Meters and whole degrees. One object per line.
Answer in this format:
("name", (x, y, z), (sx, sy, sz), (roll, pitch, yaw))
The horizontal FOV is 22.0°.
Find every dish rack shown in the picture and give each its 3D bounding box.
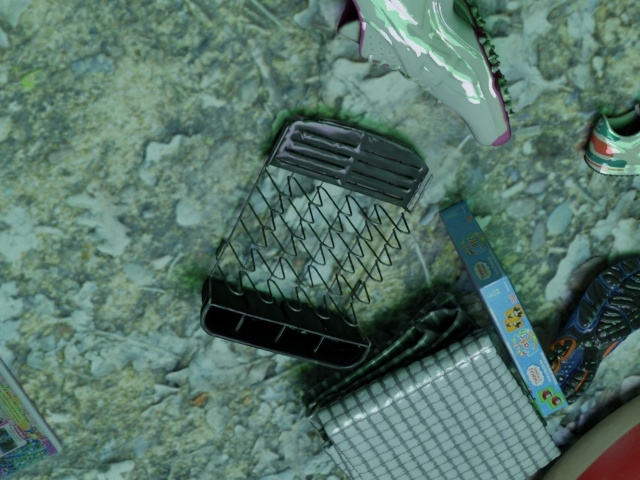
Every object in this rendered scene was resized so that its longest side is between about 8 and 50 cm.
("dish rack", (0.000, 0.000, 1.824), (0.208, 0.074, 0.271), (16, 116, -26))

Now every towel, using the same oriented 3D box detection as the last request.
("towel", (0.131, 0.213, 1.966), (0.235, 0.121, 0.284), (-31, 132, 6))

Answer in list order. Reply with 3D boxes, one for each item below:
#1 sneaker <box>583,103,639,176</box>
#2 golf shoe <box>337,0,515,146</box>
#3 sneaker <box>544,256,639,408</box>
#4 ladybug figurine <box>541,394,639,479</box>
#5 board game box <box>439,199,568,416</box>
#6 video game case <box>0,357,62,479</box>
("sneaker", (0.382, -0.117, 1.870), (0.161, 0.057, 0.075), (-2, 128, -12))
("golf shoe", (0.100, -0.214, 1.706), (0.140, 0.115, 0.306), (-24, 119, 11))
("sneaker", (0.330, 0.107, 1.993), (0.083, 0.087, 0.221), (43, 90, 4))
("ladybug figurine", (0.457, 0.342, 2.123), (0.449, 0.162, 0.305), (-40, 124, 11))
("board game box", (0.209, 0.078, 1.882), (0.039, 0.160, 0.211), (-26, 125, 3))
("video game case", (-0.394, 0.216, 1.880), (0.143, 0.019, 0.157), (-27, 124, 1))
